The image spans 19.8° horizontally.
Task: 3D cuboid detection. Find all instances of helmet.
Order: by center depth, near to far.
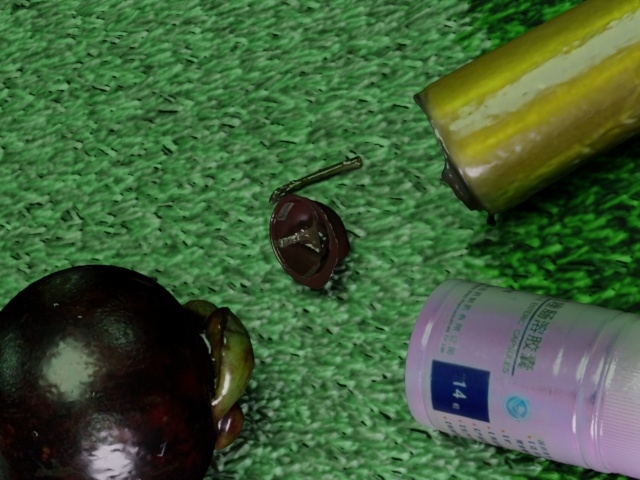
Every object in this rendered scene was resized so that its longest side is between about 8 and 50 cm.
[{"bbox_3d":[0.000,0.000,1.969,0.111,0.057,0.089,49,123,31],"label":"helmet"}]

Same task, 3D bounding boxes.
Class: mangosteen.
[{"bbox_3d":[-0.211,0.160,1.846,0.288,0.288,0.288,-12,57,18],"label":"mangosteen"}]

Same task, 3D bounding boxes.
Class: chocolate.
[{"bbox_3d":[0.321,-0.183,1.849,0.445,0.162,0.162,-29,53,13],"label":"chocolate"}]

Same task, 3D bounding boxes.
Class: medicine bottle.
[{"bbox_3d":[0.224,0.130,1.725,0.254,0.152,0.152,10,66,30],"label":"medicine bottle"}]

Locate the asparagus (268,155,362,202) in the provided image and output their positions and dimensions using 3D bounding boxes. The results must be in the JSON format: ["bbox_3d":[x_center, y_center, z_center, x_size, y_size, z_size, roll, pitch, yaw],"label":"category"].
[{"bbox_3d":[-0.007,-0.069,2.040,0.114,0.014,0.015,-22,37,12],"label":"asparagus"}]
